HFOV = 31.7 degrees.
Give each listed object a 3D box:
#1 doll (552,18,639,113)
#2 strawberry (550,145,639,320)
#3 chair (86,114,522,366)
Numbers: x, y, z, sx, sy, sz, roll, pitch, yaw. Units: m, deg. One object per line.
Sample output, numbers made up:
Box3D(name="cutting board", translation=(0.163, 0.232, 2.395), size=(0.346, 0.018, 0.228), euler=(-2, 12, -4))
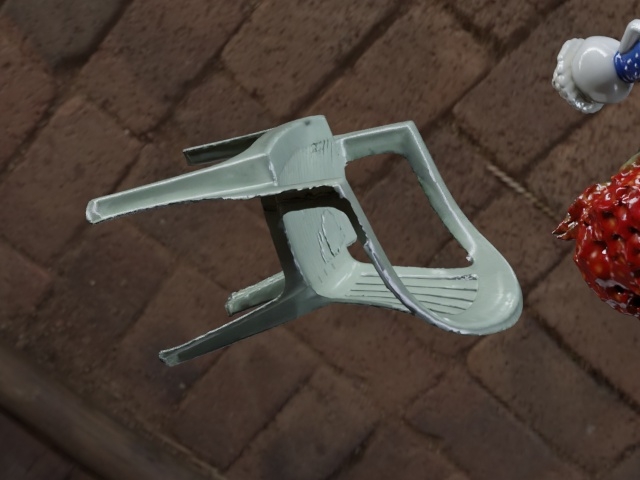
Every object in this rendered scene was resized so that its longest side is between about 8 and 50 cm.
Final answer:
Box3D(name="doll", translation=(0.458, -0.259, 1.658), size=(0.138, 0.119, 0.293), euler=(44, 151, -25))
Box3D(name="strawberry", translation=(0.303, 0.036, 0.940), size=(0.228, 0.098, 0.174), euler=(51, 148, 18))
Box3D(name="chair", translation=(0.000, 0.000, 0.893), size=(0.274, 0.203, 0.191), euler=(-14, 102, 26))
